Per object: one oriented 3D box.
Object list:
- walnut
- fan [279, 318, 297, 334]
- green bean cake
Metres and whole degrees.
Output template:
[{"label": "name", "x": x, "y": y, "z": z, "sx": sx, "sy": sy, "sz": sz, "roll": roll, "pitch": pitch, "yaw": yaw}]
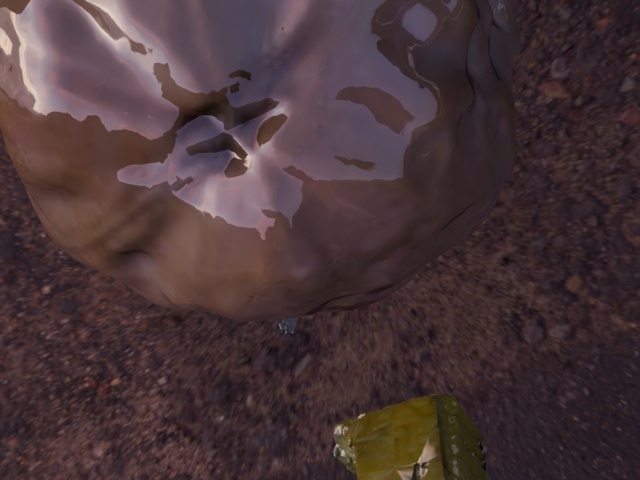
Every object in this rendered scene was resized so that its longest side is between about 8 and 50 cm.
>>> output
[{"label": "walnut", "x": -0.031, "y": -0.091, "z": 0.447, "sx": 0.273, "sy": 0.273, "sz": 0.227, "roll": 19, "pitch": 115, "yaw": 1}, {"label": "fan", "x": 0.000, "y": 0.000, "z": 0.647, "sx": 0.113, "sy": 0.175, "sz": 0.005, "roll": 23, "pitch": 132, "yaw": -1}, {"label": "green bean cake", "x": 0.113, "y": 0.345, "z": 1.407, "sx": 0.233, "sy": 0.236, "sz": 0.124, "roll": -24, "pitch": 126, "yaw": 20}]
